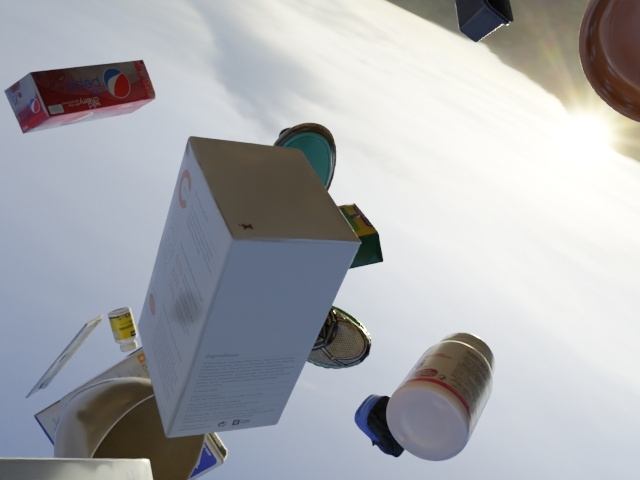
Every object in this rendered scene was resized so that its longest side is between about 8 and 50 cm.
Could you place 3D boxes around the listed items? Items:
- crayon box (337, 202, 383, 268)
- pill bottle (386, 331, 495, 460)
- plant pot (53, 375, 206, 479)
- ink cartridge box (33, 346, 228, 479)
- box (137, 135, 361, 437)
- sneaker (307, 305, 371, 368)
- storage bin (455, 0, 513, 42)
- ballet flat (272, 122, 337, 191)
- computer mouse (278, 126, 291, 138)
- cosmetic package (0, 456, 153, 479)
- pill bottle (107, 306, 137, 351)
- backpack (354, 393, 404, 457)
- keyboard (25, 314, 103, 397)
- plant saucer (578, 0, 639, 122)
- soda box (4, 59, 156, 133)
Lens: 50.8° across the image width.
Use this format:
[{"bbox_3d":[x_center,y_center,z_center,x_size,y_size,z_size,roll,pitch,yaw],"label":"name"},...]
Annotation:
[{"bbox_3d":[0.000,0.000,2.119,0.313,0.106,0.363,-13,-161,-5],"label":"crayon box"},{"bbox_3d":[0.252,0.298,1.347,0.160,0.160,0.283,32,-153,15],"label":"pill bottle"},{"bbox_3d":[-0.382,0.370,1.266,0.191,0.283,0.284,22,-164,34],"label":"plant pot"},{"bbox_3d":[-0.409,0.421,1.471,0.303,0.307,0.072,59,-170,-4],"label":"ink cartridge box"},{"bbox_3d":[-0.116,0.067,0.911,0.168,0.345,0.215,2,-142,-29],"label":"box"},{"bbox_3d":[-0.056,0.167,1.408,0.344,0.134,0.146,24,172,7],"label":"sneaker"},{"bbox_3d":[0.342,-0.487,1.421,0.098,0.091,0.135,24,-130,-29],"label":"storage bin"},{"bbox_3d":[-0.049,-0.082,1.171,0.123,0.348,0.123,8,-137,-7],"label":"ballet flat"},{"bbox_3d":[-0.041,-0.158,1.370,0.071,0.041,0.242,61,-179,-39],"label":"computer mouse"},{"bbox_3d":[-0.326,0.377,0.784,0.385,0.156,0.217,54,-164,-67],"label":"cosmetic package"},{"bbox_3d":[-0.551,0.250,1.888,0.065,0.116,0.065,-12,-170,2],"label":"pill bottle"},{"bbox_3d":[0.129,0.389,1.436,0.120,0.098,0.101,47,153,-18],"label":"backpack"},{"bbox_3d":[-0.591,0.267,1.551,0.014,0.256,0.072,44,-164,7],"label":"keyboard"},{"bbox_3d":[0.361,-0.202,0.662,0.200,0.200,0.037,29,-129,7],"label":"plant saucer"},{"bbox_3d":[-0.433,-0.269,1.244,0.263,0.092,0.083,-29,-81,-54],"label":"soda box"}]
